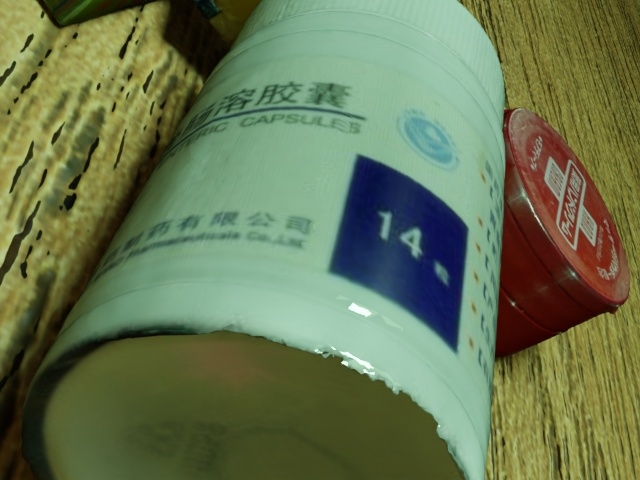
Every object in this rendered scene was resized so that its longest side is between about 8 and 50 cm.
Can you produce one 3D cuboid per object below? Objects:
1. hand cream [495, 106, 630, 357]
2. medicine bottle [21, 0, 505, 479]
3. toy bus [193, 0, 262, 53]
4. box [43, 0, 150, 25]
[{"bbox_3d":[0.165,-0.005,0.777,0.193,0.125,0.193,33,41,-35],"label":"hand cream"},{"bbox_3d":[0.000,0.000,0.480,0.190,0.190,0.332,45,34,-22],"label":"medicine bottle"},{"bbox_3d":[0.007,-0.138,0.654,0.201,0.114,0.098,52,32,-37],"label":"toy bus"},{"bbox_3d":[-0.197,-0.294,0.584,0.311,0.043,0.173,56,31,-7],"label":"box"}]
